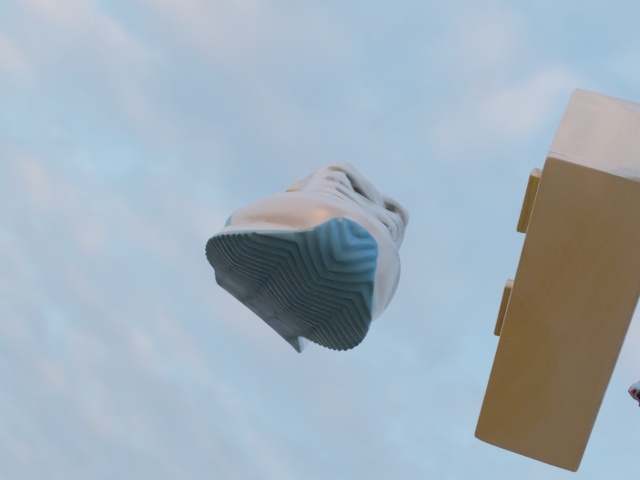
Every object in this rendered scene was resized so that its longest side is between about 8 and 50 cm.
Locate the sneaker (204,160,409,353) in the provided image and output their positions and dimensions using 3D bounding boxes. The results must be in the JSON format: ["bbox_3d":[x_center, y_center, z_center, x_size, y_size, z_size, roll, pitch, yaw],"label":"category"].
[{"bbox_3d":[0.000,0.000,0.586,0.087,0.092,0.229,41,-10,-4],"label":"sneaker"}]

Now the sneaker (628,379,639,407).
[{"bbox_3d":[0.407,0.150,1.130,0.104,0.125,0.262,49,-10,0],"label":"sneaker"}]

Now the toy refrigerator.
[{"bbox_3d":[0.183,0.034,0.833,0.094,0.102,0.269,18,-50,13],"label":"toy refrigerator"}]
